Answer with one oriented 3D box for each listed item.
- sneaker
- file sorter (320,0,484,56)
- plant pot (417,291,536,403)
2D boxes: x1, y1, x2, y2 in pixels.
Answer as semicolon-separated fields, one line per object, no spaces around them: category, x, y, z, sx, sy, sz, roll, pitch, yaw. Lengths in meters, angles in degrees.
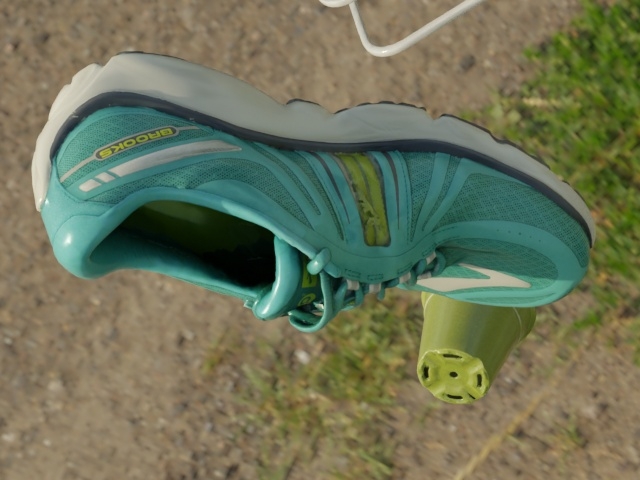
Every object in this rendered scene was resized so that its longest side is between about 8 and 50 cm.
sneaker;0.000;0.000;0.744;0.107;0.275;0.110;114;158;-44
file sorter;0.028;-0.293;1.106;0.193;0.277;0.173;-31;43;16
plant pot;0.101;0.069;1.093;0.083;0.083;0.079;-15;32;31
